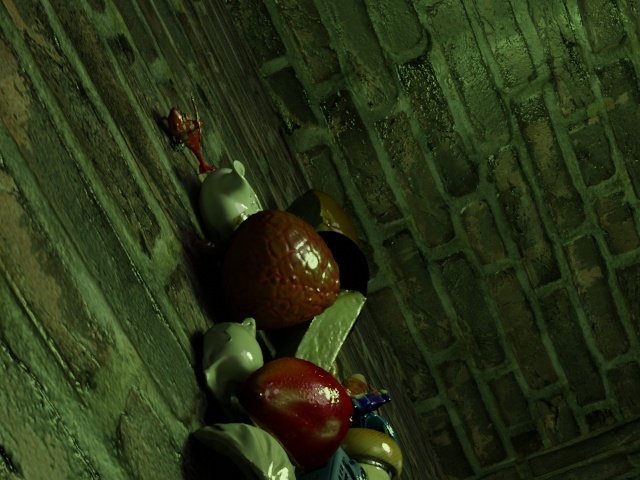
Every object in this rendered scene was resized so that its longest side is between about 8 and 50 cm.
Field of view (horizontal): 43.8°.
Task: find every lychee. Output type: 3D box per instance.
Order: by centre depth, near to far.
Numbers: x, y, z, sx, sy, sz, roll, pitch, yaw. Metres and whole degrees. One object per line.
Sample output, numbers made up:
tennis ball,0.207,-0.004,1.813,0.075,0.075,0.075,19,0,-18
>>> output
lychee,-0.106,0.058,1.545,0.255,0.299,0.255,-173,-90,-80

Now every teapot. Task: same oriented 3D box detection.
teapot,-0.172,-0.059,1.730,0.204,0.139,0.298,69,8,31

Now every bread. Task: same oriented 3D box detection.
bread,0.097,0.457,2.240,0.269,0.095,0.139,51,19,-82
bread,0.000,0.000,2.432,0.279,0.224,0.250,58,10,-29

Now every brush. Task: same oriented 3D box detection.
brush,0.086,0.544,1.739,0.267,0.174,0.166,93,5,-48

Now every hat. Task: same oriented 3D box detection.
hat,-0.076,0.355,1.185,0.226,0.164,0.220,-8,74,-63

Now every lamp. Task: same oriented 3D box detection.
lamp,-0.018,0.121,1.899,0.305,0.239,0.305,-52,152,-43

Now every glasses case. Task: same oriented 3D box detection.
glasses case,0.162,0.532,2.584,0.102,0.070,0.194,57,13,-60

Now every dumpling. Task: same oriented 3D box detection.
dumpling,-0.143,0.210,1.348,0.176,0.092,0.150,-107,-175,-67

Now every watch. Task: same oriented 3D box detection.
watch,0.106,0.482,1.928,0.196,0.171,0.200,-3,60,-57

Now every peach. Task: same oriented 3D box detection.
peach,-0.030,0.280,1.320,0.158,0.154,0.267,36,-19,30

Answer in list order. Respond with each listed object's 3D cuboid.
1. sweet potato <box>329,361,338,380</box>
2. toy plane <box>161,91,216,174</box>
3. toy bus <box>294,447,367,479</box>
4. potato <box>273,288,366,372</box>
sweet potato,0.030,0.399,2.095,0.051,0.065,0.219,151,-72,-65
toy plane,-0.278,-0.217,1.716,0.194,0.077,0.126,70,4,-68
toy bus,0.009,0.474,1.462,0.292,0.125,0.133,-59,126,-79
potato,-0.035,0.242,1.613,0.112,0.269,0.255,31,29,-4
